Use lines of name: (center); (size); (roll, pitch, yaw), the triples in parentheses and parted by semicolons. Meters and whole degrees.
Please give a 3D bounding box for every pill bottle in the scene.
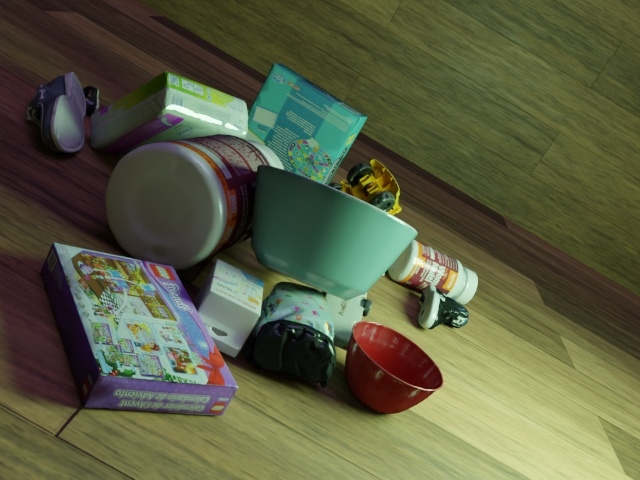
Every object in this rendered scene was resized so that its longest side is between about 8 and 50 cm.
pill bottle: (-0.215, -0.089, 1.371); (0.224, 0.224, 0.392); (33, 19, 8)
pill bottle: (0.299, 0.087, 1.884); (0.221, 0.121, 0.121); (24, 19, -20)

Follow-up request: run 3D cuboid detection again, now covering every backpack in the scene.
backpack: (-0.043, 0.148, 1.189); (0.152, 0.115, 0.182); (24, 16, -12)

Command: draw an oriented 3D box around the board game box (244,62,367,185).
board game box: (-0.080, -0.227, 1.766); (0.254, 0.336, 0.079); (34, 19, 9)

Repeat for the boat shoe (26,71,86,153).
boat shoe: (-0.574, -0.267, 1.533); (0.099, 0.116, 0.319); (-16, 36, -2)

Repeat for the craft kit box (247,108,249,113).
craft kit box: (-0.282, -0.408, 2.391); (0.247, 0.061, 0.250); (27, 18, -3)

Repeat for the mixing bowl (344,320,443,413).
mixing bowl: (0.110, 0.233, 1.231); (0.182, 0.098, 0.181); (28, 17, -9)

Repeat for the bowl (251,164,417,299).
bowl: (0.000, 0.000, 1.275); (0.312, 0.163, 0.311); (23, -1, 1)

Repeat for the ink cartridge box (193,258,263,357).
ink cartridge box: (-0.153, 0.112, 1.149); (0.092, 0.089, 0.143); (27, 18, -13)

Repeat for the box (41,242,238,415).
box: (-0.262, 0.121, 1.002); (0.201, 0.057, 0.293); (15, 24, -39)

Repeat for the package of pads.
package of pads: (-0.330, -0.252, 1.566); (0.297, 0.101, 0.229); (-14, -18, 42)

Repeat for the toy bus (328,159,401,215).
toy bus: (0.116, -0.090, 2.017); (0.149, 0.220, 0.211); (55, -3, 28)

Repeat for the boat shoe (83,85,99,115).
boat shoe: (-0.582, -0.357, 1.778); (0.042, 0.049, 0.133); (29, 21, -34)

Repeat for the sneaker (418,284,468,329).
sneaker: (0.306, 0.177, 1.722); (0.121, 0.079, 0.217); (29, 16, 0)

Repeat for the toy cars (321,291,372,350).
toy cars: (-0.018, 0.093, 1.433); (0.177, 0.087, 0.393); (1, 37, -36)
